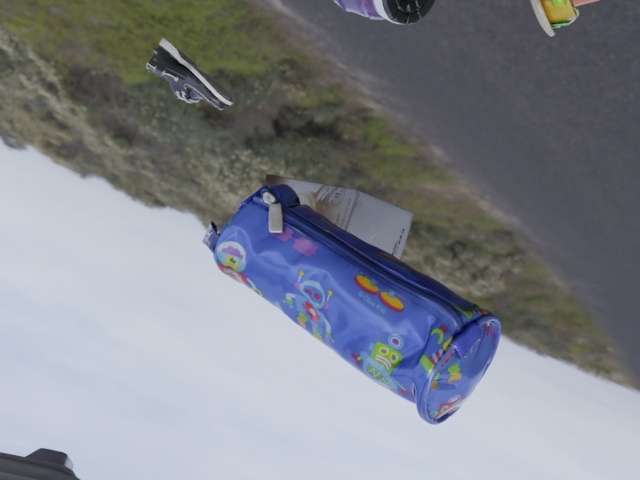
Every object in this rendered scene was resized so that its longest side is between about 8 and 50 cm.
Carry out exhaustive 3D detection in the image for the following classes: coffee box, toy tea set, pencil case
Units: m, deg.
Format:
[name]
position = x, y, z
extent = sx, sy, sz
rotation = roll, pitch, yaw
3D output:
[coffee box]
position = 0.000, 0.000, 1.279
extent = 0.098, 0.141, 0.246
rotation = 20, 177, -31
[toy tea set]
position = 0.331, -0.392, 1.284
extent = 0.200, 0.124, 0.336
rotation = 63, -157, -17
[pencil case]
position = 0.030, 0.051, 0.955
extent = 0.306, 0.119, 0.133
rotation = 34, 150, 25

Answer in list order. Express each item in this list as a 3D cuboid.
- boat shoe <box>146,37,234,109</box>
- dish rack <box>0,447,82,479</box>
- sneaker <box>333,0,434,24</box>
[boat shoe]
position = -0.130, -0.155, 0.933
extent = 0.125, 0.038, 0.046
rotation = 43, -173, 34
[dish rack]
position = -0.375, 0.301, 1.107
extent = 0.286, 0.072, 0.333
rotation = 9, 148, 4
[sneaker]
position = 0.064, -0.370, 0.967
extent = 0.107, 0.283, 0.124
rotation = 1, -163, -45
